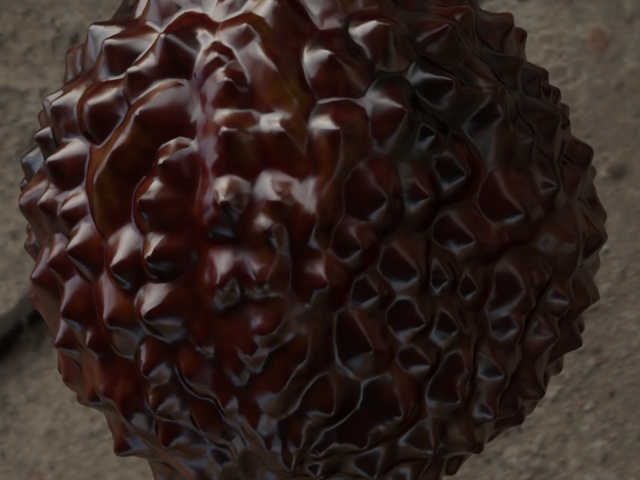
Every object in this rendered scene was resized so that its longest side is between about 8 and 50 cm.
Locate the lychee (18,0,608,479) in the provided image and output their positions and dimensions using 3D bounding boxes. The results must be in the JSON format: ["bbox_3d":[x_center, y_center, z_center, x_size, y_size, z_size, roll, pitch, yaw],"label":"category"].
[{"bbox_3d":[0.000,0.000,1.087,0.425,0.500,0.424,-7,60,13],"label":"lychee"}]
